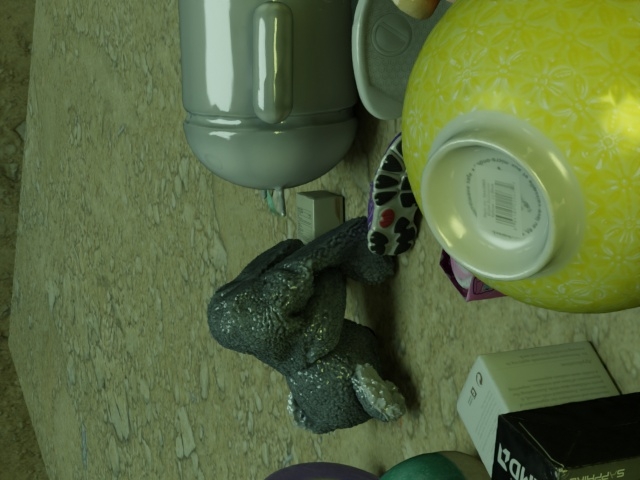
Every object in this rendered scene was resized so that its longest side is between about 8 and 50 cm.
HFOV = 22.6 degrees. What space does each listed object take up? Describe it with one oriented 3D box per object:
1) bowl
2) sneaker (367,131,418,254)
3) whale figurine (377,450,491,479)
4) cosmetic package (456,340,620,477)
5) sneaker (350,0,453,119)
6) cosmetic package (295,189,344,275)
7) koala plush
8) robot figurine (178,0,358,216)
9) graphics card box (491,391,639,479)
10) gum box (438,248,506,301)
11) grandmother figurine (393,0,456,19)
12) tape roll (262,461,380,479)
[{"bbox_3d":[0.163,-0.053,1.202,0.289,0.156,0.289,22,129,30],"label":"bowl"},{"bbox_3d":[0.074,-0.059,1.707,0.170,0.068,0.071,107,154,-45],"label":"sneaker"},{"bbox_3d":[0.124,0.344,1.587,0.216,0.141,0.272,117,140,-53],"label":"whale figurine"},{"bbox_3d":[0.217,0.199,1.359,0.085,0.117,0.231,106,150,-44],"label":"cosmetic package"},{"bbox_3d":[0.063,-0.273,1.638,0.147,0.105,0.295,-164,75,-68],"label":"sneaker"},{"bbox_3d":[0.000,0.000,1.932,0.060,0.041,0.115,-153,59,-65],"label":"cosmetic package"},{"bbox_3d":[-0.004,0.122,1.812,0.196,0.203,0.221,-17,106,49],"label":"koala plush"},{"bbox_3d":[-0.058,-0.210,1.809,0.300,0.200,0.353,-88,-3,-78],"label":"robot figurine"},{"bbox_3d":[0.232,0.291,1.193,0.094,0.233,0.370,-134,42,-57],"label":"graphics card box"},{"bbox_3d":[0.179,-0.044,1.397,0.062,0.107,0.188,-123,35,-48],"label":"gum box"},{"bbox_3d":[0.180,-0.299,1.268,0.342,0.208,0.104,-47,25,44],"label":"grandmother figurine"},{"bbox_3d":[0.008,0.340,1.808,0.189,0.189,0.080,-126,37,-51],"label":"tape roll"}]
